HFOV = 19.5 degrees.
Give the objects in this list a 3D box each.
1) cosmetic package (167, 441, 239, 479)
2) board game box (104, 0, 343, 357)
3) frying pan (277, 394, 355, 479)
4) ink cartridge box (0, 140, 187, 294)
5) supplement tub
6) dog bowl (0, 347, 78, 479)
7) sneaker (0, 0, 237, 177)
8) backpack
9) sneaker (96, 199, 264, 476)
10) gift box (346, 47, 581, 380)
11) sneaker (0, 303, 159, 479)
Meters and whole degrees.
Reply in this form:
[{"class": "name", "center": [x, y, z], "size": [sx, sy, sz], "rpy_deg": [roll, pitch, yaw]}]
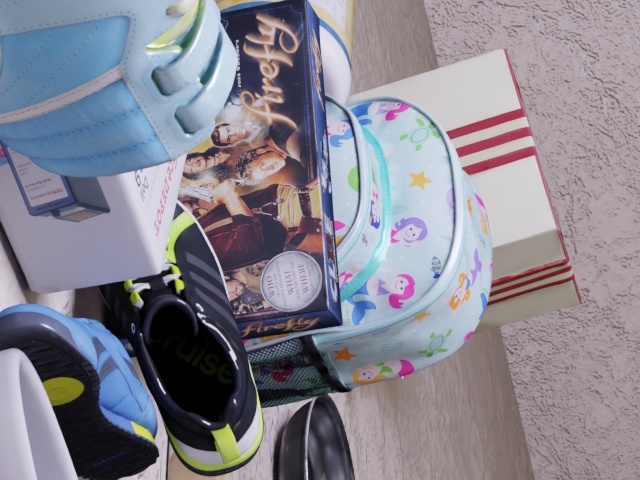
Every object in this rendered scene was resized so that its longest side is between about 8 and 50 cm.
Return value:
[{"class": "cosmetic package", "center": [-0.088, 0.197, 1.397], "size": [0.060, 0.041, 0.115], "rpy_deg": [64, 21, -54]}, {"class": "board game box", "center": [-0.075, -0.046, 1.345], "size": [0.042, 0.165, 0.243], "rpy_deg": [52, 30, -65]}, {"class": "frying pan", "center": [0.007, 0.304, 1.728], "size": [0.197, 0.053, 0.326], "rpy_deg": [30, 54, -74]}, {"class": "ink cartridge box", "center": [-0.160, -0.096, 1.167], "size": [0.154, 0.093, 0.212], "rpy_deg": [-82, 161, -54]}, {"class": "supplement tub", "center": [-0.042, -0.194, 1.646], "size": [0.200, 0.144, 0.144], "rpy_deg": [-86, 162, -46]}, {"class": "dog bowl", "center": [-0.145, 0.188, 0.825], "size": [0.265, 0.104, 0.265], "rpy_deg": [163, -90, -85]}, {"class": "sneaker", "center": [-0.079, -0.159, 0.974], "size": [0.208, 0.319, 0.127], "rpy_deg": [40, 24, -38]}, {"class": "backpack", "center": [0.000, 0.000, 1.442], "size": [0.191, 0.253, 0.225], "rpy_deg": [62, 23, -56]}, {"class": "sneaker", "center": [-0.094, 0.043, 1.231], "size": [0.097, 0.084, 0.235], "rpy_deg": [86, -22, -65]}, {"class": "gift box", "center": [0.118, -0.017, 1.962], "size": [0.255, 0.258, 0.276], "rpy_deg": [60, 16, -59]}, {"class": "sneaker", "center": [-0.158, 0.076, 1.134], "size": [0.209, 0.069, 0.082], "rpy_deg": [59, 13, -60]}]
